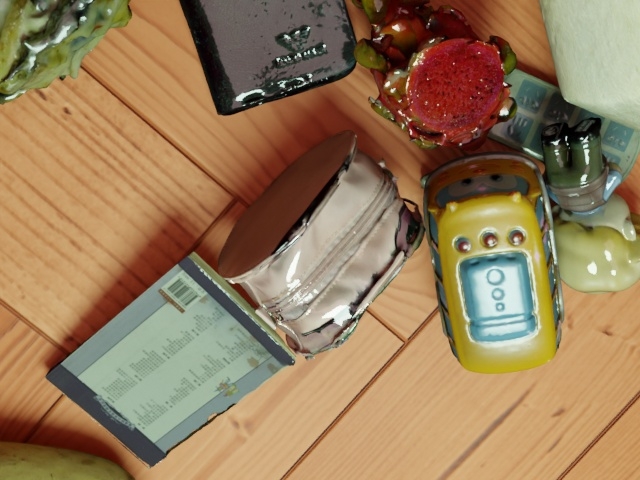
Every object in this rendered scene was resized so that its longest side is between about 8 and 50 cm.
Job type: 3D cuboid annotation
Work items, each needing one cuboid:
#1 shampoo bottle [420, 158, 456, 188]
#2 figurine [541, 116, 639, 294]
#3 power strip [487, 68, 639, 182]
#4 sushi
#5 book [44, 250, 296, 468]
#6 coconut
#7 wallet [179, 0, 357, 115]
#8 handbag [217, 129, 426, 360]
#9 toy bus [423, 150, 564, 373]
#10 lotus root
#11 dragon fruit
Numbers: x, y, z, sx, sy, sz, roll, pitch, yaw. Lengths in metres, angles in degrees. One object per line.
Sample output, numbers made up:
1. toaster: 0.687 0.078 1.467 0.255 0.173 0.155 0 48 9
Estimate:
1. shampoo bottle: 0.183 0.006 1.036 0.063 0.057 0.207 -30 101 12
2. figurine: 0.275 -0.036 0.996 0.114 0.108 0.196 -10 119 26
3. power strip: 0.241 -0.125 1.029 0.227 0.029 0.080 22 98 -8
4. sushi: -0.252 -0.233 0.912 0.131 0.139 0.291 41 96 -5
5. book: -0.157 0.130 1.009 0.231 0.026 0.157 -38 105 23
6. coconut: 0.335 -0.212 0.918 0.237 0.237 0.266 -19 95 -1
7. wallet: -0.076 -0.296 0.961 0.172 0.045 0.318 -18 103 0
8. handbag: 0.001 0.001 0.960 0.116 0.179 0.205 42 81 -19
9. toy bus: 0.170 0.028 0.940 0.126 0.136 0.209 -8 108 11
10. lotus root: -0.316 0.292 1.003 0.284 0.146 0.160 8 80 -13
11. dragon fruit: 0.101 -0.182 0.958 0.133 0.150 0.207 -37 78 -10
